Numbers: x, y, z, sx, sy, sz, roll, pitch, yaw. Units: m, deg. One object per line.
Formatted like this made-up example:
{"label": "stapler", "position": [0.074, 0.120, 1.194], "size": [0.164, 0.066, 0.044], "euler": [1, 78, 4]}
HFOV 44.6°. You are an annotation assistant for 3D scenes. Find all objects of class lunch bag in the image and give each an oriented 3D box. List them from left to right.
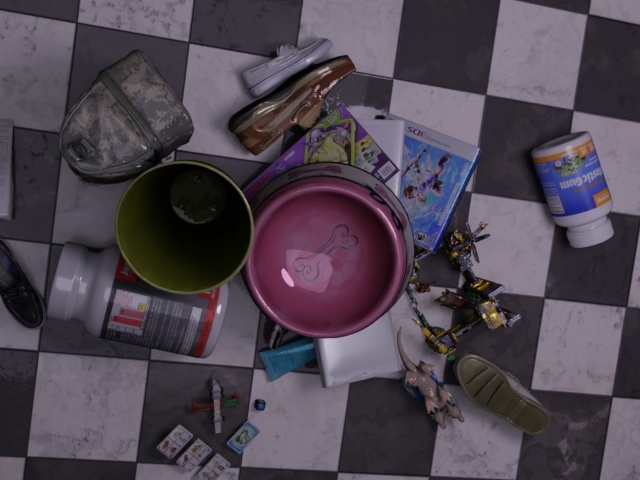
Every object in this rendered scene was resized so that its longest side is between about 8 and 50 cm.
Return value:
{"label": "lunch bag", "position": [-0.425, -0.229, 1.649], "size": [0.256, 0.305, 0.212], "euler": [-36, 99, -11]}

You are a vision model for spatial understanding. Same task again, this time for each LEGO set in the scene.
{"label": "LEGO set", "position": [-0.252, 0.450, 1.890], "size": [0.244, 0.060, 0.182], "euler": [-47, 115, -4]}
{"label": "LEGO set", "position": [0.330, 0.129, 1.908], "size": [0.255, 0.192, 0.331], "euler": [-22, 99, -10]}

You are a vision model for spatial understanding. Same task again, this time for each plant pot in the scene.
{"label": "plant pot", "position": [-0.276, -0.060, 1.686], "size": [0.275, 0.293, 0.274], "euler": [-1, 105, -3]}

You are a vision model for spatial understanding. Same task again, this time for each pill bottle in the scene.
{"label": "pill bottle", "position": [-0.400, 0.127, 1.729], "size": [0.363, 0.210, 0.210], "euler": [14, 92, -14]}
{"label": "pill bottle", "position": [0.648, -0.126, 1.981], "size": [0.152, 0.152, 0.271], "euler": [-24, 99, -10]}

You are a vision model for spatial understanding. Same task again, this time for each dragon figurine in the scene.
{"label": "dragon figurine", "position": [0.257, 0.357, 1.967], "size": [0.085, 0.144, 0.289], "euler": [-38, 83, -6]}

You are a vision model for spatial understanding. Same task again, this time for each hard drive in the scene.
{"label": "hard drive", "position": [0.073, 0.183, 1.888], "size": [0.203, 0.040, 0.307], "euler": [-9, 87, -22]}
{"label": "hard drive", "position": [0.083, -0.126, 1.843], "size": [0.210, 0.040, 0.318], "euler": [4, 87, 15]}

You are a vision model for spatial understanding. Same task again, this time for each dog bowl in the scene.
{"label": "dog bowl", "position": [0.009, 0.035, 1.720], "size": [0.408, 0.150, 0.407], "euler": [0, 99, 2]}

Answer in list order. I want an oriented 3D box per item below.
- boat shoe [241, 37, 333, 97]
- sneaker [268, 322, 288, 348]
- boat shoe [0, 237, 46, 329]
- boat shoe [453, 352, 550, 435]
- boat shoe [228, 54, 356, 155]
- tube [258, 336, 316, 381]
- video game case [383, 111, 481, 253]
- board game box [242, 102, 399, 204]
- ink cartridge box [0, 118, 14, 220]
{"label": "boat shoe", "position": [-0.079, -0.421, 1.819], "size": [0.226, 0.083, 0.075], "euler": [-34, 103, -7]}
{"label": "sneaker", "position": [-0.067, 0.193, 1.888], "size": [0.075, 0.063, 0.170], "euler": [28, 84, -8]}
{"label": "boat shoe", "position": [-0.680, 0.099, 1.730], "size": [0.080, 0.076, 0.228], "euler": [-22, 99, -10]}
{"label": "boat shoe", "position": [0.452, 0.385, 2.007], "size": [0.302, 0.103, 0.113], "euler": [41, 98, -14]}
{"label": "boat shoe", "position": [-0.056, -0.314, 1.826], "size": [0.324, 0.122, 0.119], "euler": [-32, 107, 0]}
{"label": "tube", "position": [-0.041, 0.270, 1.911], "size": [0.207, 0.052, 0.080], "euler": [-23, 94, -7]}
{"label": "video game case", "position": [0.216, -0.139, 1.866], "size": [0.244, 0.061, 0.269], "euler": [24, 89, 18]}
{"label": "board game box", "position": [-0.014, -0.126, 1.810], "size": [0.347, 0.056, 0.208], "euler": [-40, 89, 8]}
{"label": "ink cartridge box", "position": [-0.769, -0.157, 1.711], "size": [0.181, 0.056, 0.224], "euler": [2, 76, -13]}
